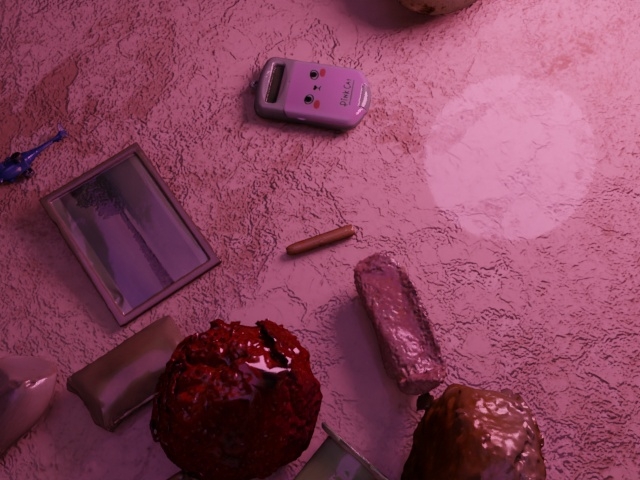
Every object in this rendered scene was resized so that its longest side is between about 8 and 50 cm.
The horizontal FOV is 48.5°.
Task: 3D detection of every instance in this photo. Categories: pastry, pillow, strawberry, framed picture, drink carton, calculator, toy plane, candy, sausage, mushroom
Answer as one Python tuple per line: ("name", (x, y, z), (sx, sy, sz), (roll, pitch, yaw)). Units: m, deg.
("pastry", (0.206, 0.351, 1.009), (0.136, 0.330, 0.330), (17, 68, -4))
("pillow", (-0.312, 0.222, 1.195), (0.208, 0.053, 0.119), (-35, 75, -18))
("strawberry", (-0.127, 0.239, 1.101), (0.274, 0.220, 0.274), (2, 68, -4))
("framed picture", (-0.348, -0.017, 1.299), (0.213, 0.016, 0.289), (-34, 77, -13))
("drink carton", (0.015, 0.380, 1.090), (0.144, 0.146, 0.142), (40, 81, 15))
("calculator", (-0.022, -0.292, 1.417), (0.246, 0.045, 0.141), (10, 67, 5))
("toy plane", (-0.560, -0.164, 1.362), (0.167, 0.054, 0.062), (-37, 47, -14))
("candy", (-0.410, -0.046, 1.325), (0.030, 0.020, 0.083), (-44, 78, -8))
("pastry", (0.137, 0.148, 1.203), (0.103, 0.112, 0.265), (-20, 57, 4))
("sausage", (0.000, 0.000, 1.305), (0.132, 0.024, 0.024), (-19, 69, -9))
("mushroom", (-0.515, 0.294, 1.152), (0.116, 0.093, 0.225), (16, 77, 23))

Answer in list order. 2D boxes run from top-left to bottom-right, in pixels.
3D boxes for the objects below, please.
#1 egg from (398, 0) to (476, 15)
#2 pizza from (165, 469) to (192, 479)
("egg", (0.267, -0.628, 1.431), (0.287, 0.287, 0.379), (33, 85, 13))
("pizza", (-0.250, 0.530, 1.057), (0.182, 0.074, 0.365), (9, 67, 6))
